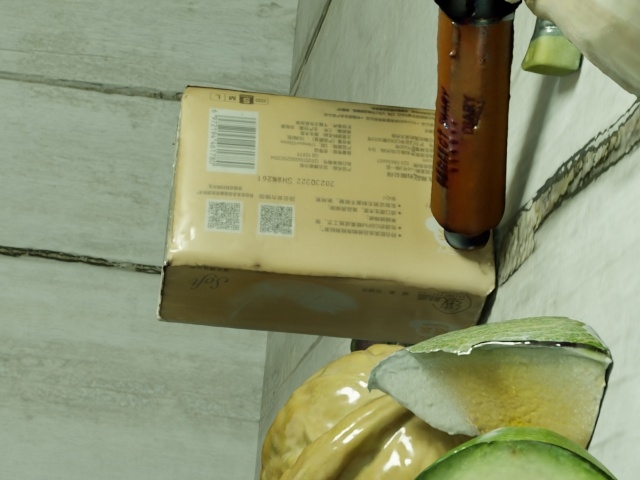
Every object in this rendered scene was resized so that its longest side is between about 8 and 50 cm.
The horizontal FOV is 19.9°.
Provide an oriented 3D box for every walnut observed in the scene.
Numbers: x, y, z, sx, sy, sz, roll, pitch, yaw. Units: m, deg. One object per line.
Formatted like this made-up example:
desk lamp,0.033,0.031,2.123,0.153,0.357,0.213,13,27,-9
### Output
walnut,0.058,0.207,1.510,0.224,0.257,0.257,51,145,32

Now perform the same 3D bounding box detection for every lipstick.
lipstick,0.130,-0.161,1.522,0.077,0.077,0.418,-92,0,-50

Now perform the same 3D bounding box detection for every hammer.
hammer,0.201,-0.248,1.470,0.159,0.041,0.226,175,102,-84

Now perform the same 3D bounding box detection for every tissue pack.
tissue pack,0.000,0.000,1.776,0.238,0.305,0.238,-175,90,-85

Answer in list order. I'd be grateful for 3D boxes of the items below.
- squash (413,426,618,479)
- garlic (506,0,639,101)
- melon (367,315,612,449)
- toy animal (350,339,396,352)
squash,0.129,0.196,1.184,0.123,0.170,0.170,-59,-23,-78
garlic,0.197,-0.186,1.111,0.143,0.178,0.229,-47,41,20
melon,0.143,0.101,1.370,0.139,0.202,0.093,-29,-67,-56
toy animal,0.079,0.033,1.970,0.125,0.127,0.251,-120,22,-59
